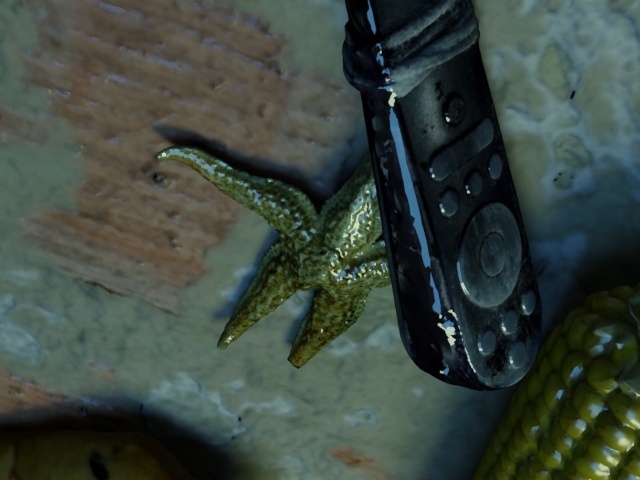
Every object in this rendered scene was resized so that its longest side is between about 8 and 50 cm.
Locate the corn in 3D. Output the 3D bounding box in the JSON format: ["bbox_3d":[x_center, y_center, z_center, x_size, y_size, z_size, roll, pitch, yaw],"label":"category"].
[{"bbox_3d":[0.158,0.176,0.763,0.144,0.144,0.387,17,132,-1],"label":"corn"}]

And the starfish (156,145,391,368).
[{"bbox_3d":[-0.001,0.001,0.728,0.217,0.050,0.223,28,122,-1],"label":"starfish"}]

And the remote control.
[{"bbox_3d":[0.057,-0.040,0.649,0.066,0.090,0.266,3,120,37],"label":"remote control"}]

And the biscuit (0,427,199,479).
[{"bbox_3d":[-0.170,0.302,0.884,0.359,0.046,0.359,3,98,24],"label":"biscuit"}]
